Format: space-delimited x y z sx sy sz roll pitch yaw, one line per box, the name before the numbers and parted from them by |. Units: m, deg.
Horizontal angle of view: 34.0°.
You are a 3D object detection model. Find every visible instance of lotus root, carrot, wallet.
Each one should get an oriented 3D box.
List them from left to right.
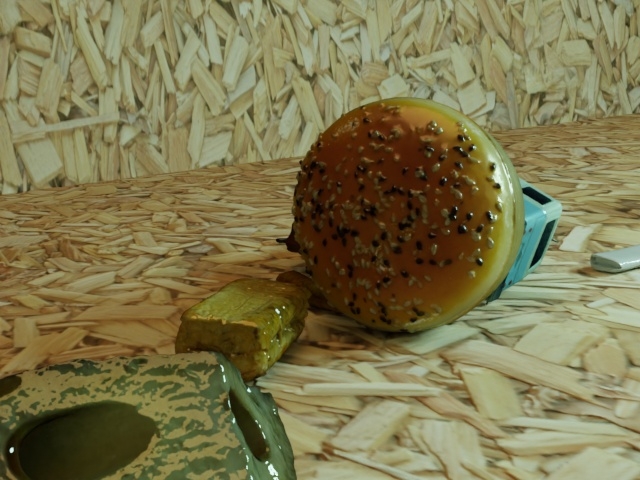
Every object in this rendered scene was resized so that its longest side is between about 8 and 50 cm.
lotus root | -0.174 0.173 0.731 0.314 0.142 0.210 -10 -27 -4
carrot | -0.008 0.071 1.424 0.042 0.042 0.170 -11 14 -31
wallet | 0.450 0.024 1.497 0.122 0.025 0.061 -10 10 -29

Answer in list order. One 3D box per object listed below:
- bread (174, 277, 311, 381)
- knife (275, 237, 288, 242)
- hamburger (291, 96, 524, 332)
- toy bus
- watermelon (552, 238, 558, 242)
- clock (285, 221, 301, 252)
bread | -0.084 0.099 1.182 0.114 0.083 0.211 3 12 15
knife | 0.000 0.000 1.884 0.170 0.010 0.023 -1 11 14
hamburger | 0.099 -0.028 1.265 0.300 0.300 0.176 2 0 34
toy bus | 0.184 -0.053 1.432 0.271 0.133 0.165 36 37 31
watermelon | 0.293 -0.007 1.535 0.133 0.105 0.105 8 4 -25
clock | 0.103 -0.002 1.647 0.318 0.080 0.318 -5 5 0
